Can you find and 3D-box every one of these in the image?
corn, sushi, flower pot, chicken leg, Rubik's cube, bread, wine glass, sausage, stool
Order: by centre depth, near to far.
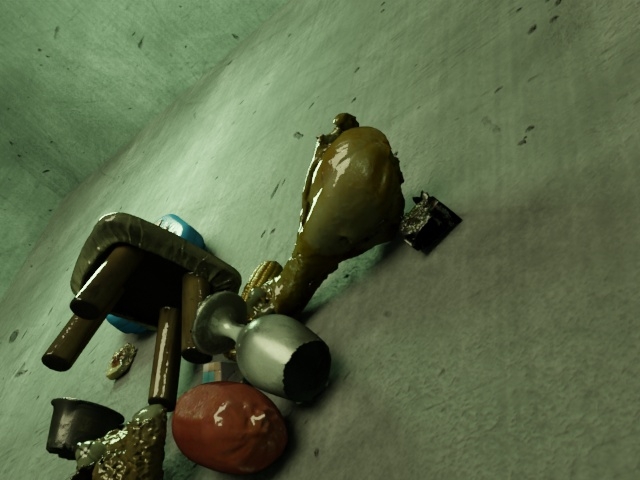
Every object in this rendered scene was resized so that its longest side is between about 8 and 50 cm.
[{"bbox_3d":[-0.149,0.291,1.276,0.254,0.148,0.148,-12,43,52],"label":"sausage"},{"bbox_3d":[-0.095,0.169,1.310,0.241,0.126,0.126,22,71,45],"label":"wine glass"},{"bbox_3d":[0.167,-0.030,1.316,0.083,0.056,0.085,-53,24,8],"label":"sushi"},{"bbox_3d":[0.000,0.000,1.411,0.429,0.201,0.153,-56,19,18],"label":"chicken leg"},{"bbox_3d":[-0.163,0.252,1.436,0.075,0.084,0.073,144,131,-64],"label":"Rubik's cube"},{"bbox_3d":[-0.125,0.131,1.540,0.080,0.080,0.231,-28,31,38],"label":"corn"},{"bbox_3d":[-0.345,0.146,1.571,0.310,0.310,0.226,-50,20,46],"label":"stool"},{"bbox_3d":[-0.496,0.402,1.699,0.157,0.157,0.107,-22,49,45],"label":"flower pot"},{"bbox_3d":[-0.480,0.291,1.958,0.070,0.035,0.083,-34,31,32],"label":"bread"}]

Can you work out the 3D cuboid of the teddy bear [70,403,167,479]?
[{"bbox_3d":[-0.356,0.405,1.431,0.267,0.156,0.256,-46,20,-17],"label":"teddy bear"}]

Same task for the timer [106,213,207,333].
[{"bbox_3d":[-0.428,0.083,2.081,0.309,0.115,0.340,-50,24,-6],"label":"timer"}]
